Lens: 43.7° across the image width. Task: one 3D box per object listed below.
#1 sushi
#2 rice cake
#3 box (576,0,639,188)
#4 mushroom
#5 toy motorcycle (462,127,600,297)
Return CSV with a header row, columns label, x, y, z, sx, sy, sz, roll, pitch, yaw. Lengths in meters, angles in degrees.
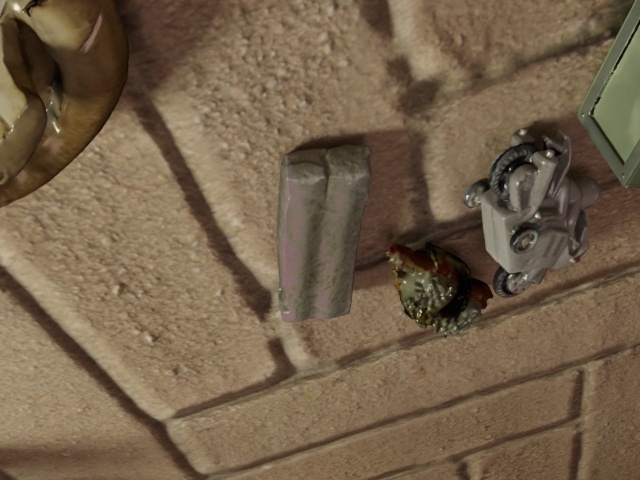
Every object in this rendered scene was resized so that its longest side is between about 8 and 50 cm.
label,x,y,z,sx,sy,sz,roll,pitch,yaw
sushi,0.155,0.070,1.100,0.097,0.103,0.226,-22,142,33
rice cake,-0.002,0.001,0.997,0.106,0.050,0.298,-7,140,-11
box,0.377,-0.181,0.856,0.086,0.129,0.225,-4,139,-16
mushroom,-0.247,-0.128,0.696,0.285,0.156,0.151,-45,153,27
toy motorcycle,0.284,-0.037,1.026,0.171,0.110,0.260,-27,135,-13
